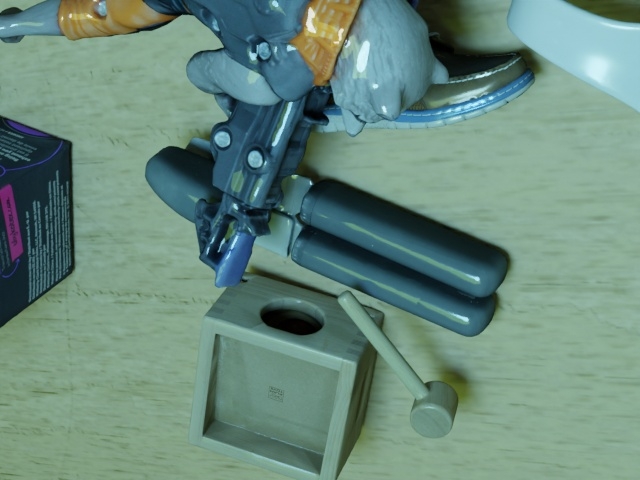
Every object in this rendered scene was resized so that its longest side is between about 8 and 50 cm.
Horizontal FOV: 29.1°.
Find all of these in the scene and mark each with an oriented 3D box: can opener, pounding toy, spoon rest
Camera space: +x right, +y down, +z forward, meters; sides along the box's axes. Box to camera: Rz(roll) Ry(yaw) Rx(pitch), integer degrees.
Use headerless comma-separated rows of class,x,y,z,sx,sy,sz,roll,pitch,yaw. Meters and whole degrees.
can opener,0.000,0.000,0.933,0.280,0.093,0.074,21,125,14
pounding toy,0.014,0.097,0.981,0.206,0.094,0.181,16,119,12
spoon rest,0.234,-0.100,0.731,0.276,0.084,0.137,24,127,18

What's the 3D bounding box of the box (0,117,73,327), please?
box,-0.350,0.007,1.025,0.165,0.270,0.143,20,125,21

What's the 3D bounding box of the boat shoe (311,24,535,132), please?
boat shoe,0.055,-0.115,0.842,0.183,0.066,0.066,-4,113,33

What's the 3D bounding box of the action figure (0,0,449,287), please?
action figure,-0.083,-0.132,0.793,0.330,0.178,0.341,21,105,19
